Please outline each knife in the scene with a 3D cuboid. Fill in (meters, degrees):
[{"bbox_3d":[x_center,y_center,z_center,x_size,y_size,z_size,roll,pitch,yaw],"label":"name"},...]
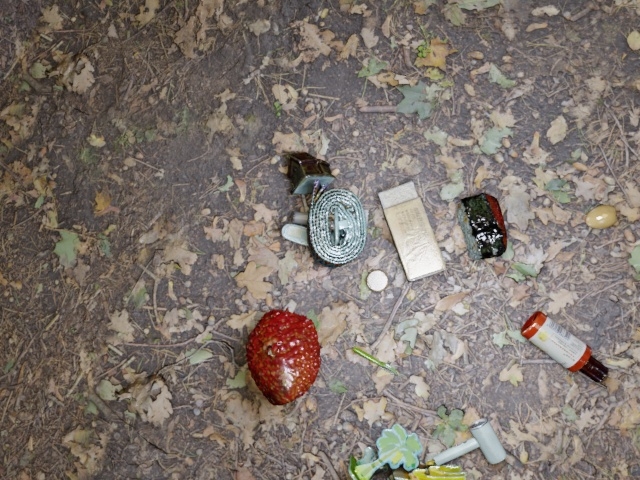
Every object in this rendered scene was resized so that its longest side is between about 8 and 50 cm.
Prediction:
[{"bbox_3d":[0.197,0.428,1.719,0.184,0.022,0.026,28,113,11],"label":"knife"}]

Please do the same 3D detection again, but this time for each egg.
[{"bbox_3d":[0.952,-0.079,1.640,0.096,0.080,0.080,-9,81,17],"label":"egg"}]

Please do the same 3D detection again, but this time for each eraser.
[{"bbox_3d":[0.324,-0.031,1.735,0.144,0.078,0.344,-19,79,6],"label":"eraser"}]

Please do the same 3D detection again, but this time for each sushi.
[{"bbox_3d":[0.557,-0.048,1.671,0.126,0.136,0.225,-7,76,0],"label":"sushi"}]

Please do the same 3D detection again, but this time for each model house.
[{"bbox_3d":[-0.046,-0.268,1.827,0.165,0.106,0.152,-9,65,-28],"label":"model house"},{"bbox_3d":[0.294,0.773,1.565,0.312,0.242,0.358,-35,77,-5],"label":"model house"}]

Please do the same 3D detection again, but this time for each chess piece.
[{"bbox_3d":[0.206,0.146,1.749,0.083,0.038,0.084,-2,80,10],"label":"chess piece"}]

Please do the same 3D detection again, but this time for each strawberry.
[{"bbox_3d":[-0.125,0.380,1.618,0.291,0.343,0.292,0,94,-5],"label":"strawberry"}]

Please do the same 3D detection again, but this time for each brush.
[{"bbox_3d":[0.000,0.000,1.799,0.296,0.060,0.068,19,102,-1],"label":"brush"}]

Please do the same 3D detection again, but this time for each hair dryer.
[{"bbox_3d":[0.484,0.706,1.612,0.236,0.073,0.131,-28,80,7],"label":"hair dryer"}]

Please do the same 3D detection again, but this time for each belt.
[{"bbox_3d":[0.055,-0.055,1.693,0.206,0.160,0.295,4,81,-6],"label":"belt"}]

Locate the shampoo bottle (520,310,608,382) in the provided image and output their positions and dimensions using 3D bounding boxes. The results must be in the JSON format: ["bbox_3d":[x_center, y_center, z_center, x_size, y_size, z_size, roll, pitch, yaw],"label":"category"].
[{"bbox_3d":[0.807,0.356,1.588,0.278,0.104,0.104,38,89,12],"label":"shampoo bottle"}]

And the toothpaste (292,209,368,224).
[{"bbox_3d":[0.035,-0.071,1.800,0.282,0.068,0.099,5,110,3],"label":"toothpaste"}]
